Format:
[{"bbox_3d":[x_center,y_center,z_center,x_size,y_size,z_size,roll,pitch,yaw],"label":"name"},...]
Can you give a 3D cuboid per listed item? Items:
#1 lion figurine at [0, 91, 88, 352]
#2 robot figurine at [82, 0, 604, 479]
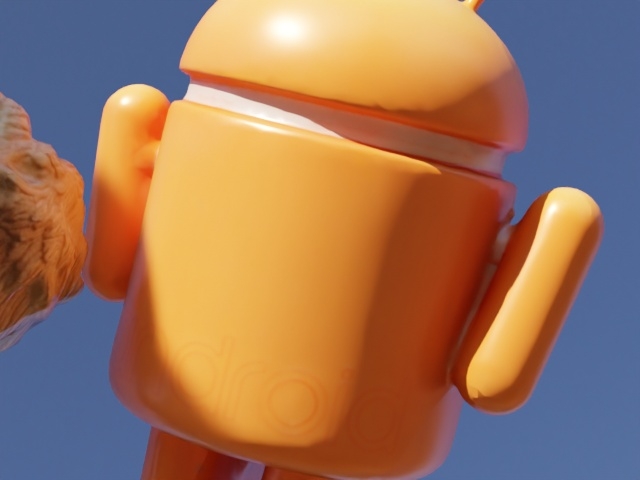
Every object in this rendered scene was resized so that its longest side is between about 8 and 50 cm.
[{"bbox_3d":[-0.245,-0.081,0.440,0.240,0.142,0.392,0,-32,26],"label":"lion figurine"},{"bbox_3d":[0.002,0.000,0.547,0.128,0.158,0.219,11,-86,-32],"label":"robot figurine"}]
